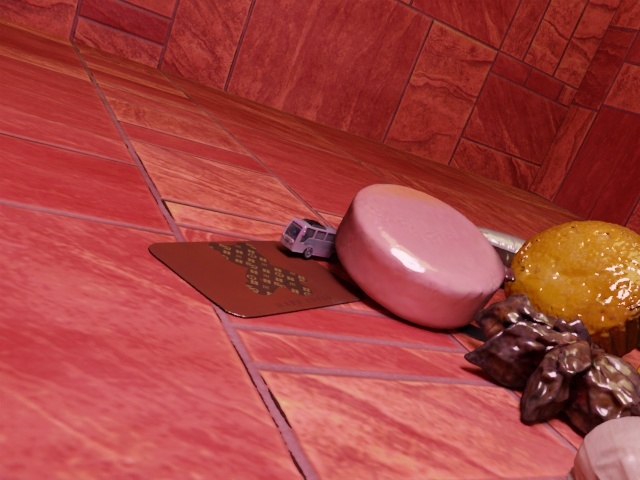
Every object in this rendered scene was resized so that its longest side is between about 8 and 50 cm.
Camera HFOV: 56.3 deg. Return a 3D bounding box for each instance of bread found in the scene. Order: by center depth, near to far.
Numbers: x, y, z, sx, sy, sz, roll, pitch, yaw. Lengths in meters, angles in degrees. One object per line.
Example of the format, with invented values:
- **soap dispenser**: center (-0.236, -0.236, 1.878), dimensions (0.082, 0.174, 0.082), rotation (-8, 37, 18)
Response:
- **bread**: center (0.415, 0.072, 0.945), dimensions (0.240, 0.240, 0.139), rotation (42, -10, 51)

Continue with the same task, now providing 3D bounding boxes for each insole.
- **insole**: center (0.240, 0.137, 0.860), dimensions (0.152, 0.002, 0.053), rotation (19, 16, -8)

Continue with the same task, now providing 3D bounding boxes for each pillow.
- **pillow**: center (0.399, 0.035, 1.258), dimensions (0.253, 0.078, 0.144), rotation (22, -5, 1)

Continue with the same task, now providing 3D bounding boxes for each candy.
- **candy**: center (0.148, 0.021, 0.865), dimensions (0.255, 0.094, 0.255), rotation (20, 32, -13)

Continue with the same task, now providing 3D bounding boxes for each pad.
- **pad**: center (-0.071, 0.041, 0.767), dimensions (0.181, 0.004, 0.267), rotation (32, 18, 31)

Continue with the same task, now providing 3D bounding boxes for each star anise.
- **star anise**: center (0.297, 0.147, 0.725), dimensions (0.235, 0.109, 0.223), rotation (25, 20, 3)

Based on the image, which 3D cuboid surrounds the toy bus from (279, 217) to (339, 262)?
- **toy bus**: center (0.000, 0.000, 0.896), dimensions (0.130, 0.052, 0.037), rotation (13, 19, -48)

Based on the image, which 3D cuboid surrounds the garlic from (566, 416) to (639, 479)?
- **garlic**: center (0.332, 0.217, 0.476), dimensions (0.229, 0.143, 0.178), rotation (33, 16, 7)

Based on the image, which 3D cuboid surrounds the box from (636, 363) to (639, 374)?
- **box**: center (0.550, 0.148, 0.878), dimensions (0.084, 0.193, 0.301), rotation (31, 19, 32)

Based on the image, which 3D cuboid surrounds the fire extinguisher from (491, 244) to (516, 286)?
- **fire extinguisher**: center (0.253, 0.013, 1.146), dimensions (0.267, 0.072, 0.089), rotation (19, 38, -10)
